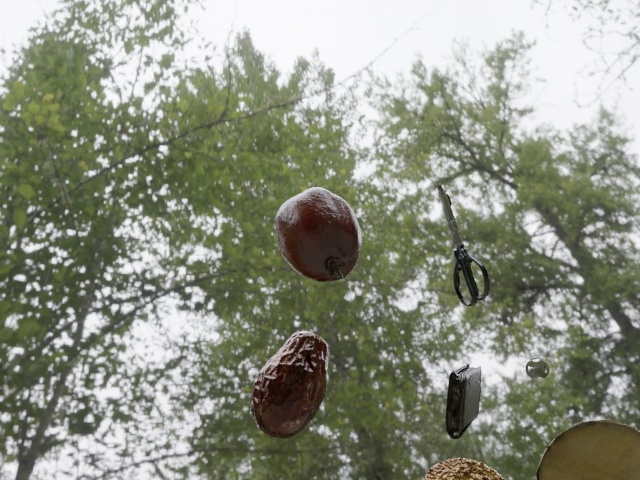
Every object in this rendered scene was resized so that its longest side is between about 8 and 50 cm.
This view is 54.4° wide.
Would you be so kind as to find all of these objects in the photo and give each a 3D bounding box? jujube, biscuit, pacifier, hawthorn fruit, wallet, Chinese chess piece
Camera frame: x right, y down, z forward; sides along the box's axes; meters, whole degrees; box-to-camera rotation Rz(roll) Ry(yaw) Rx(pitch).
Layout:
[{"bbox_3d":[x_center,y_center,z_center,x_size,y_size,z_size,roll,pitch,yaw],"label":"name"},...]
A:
[{"bbox_3d":[-0.077,0.387,1.684,0.197,0.290,0.197,20,-29,12],"label":"jujube"},{"bbox_3d":[0.374,0.648,1.561,0.254,0.254,0.035,-1,-57,-11],"label":"biscuit"},{"bbox_3d":[0.685,0.408,1.989,0.064,0.068,0.083,1,-11,-45],"label":"pacifier"},{"bbox_3d":[0.000,0.000,1.461,0.215,0.249,0.215,-11,-40,-9],"label":"hawthorn fruit"},{"bbox_3d":[0.254,0.276,1.094,0.031,0.110,0.198,3,-5,23],"label":"wallet"},{"bbox_3d":[0.539,0.469,1.169,0.257,0.257,0.104,-28,-45,13],"label":"Chinese chess piece"}]

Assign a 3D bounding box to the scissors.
[{"bbox_3d":[0.314,0.002,1.424,0.022,0.300,0.109,0,-26,-26],"label":"scissors"}]
